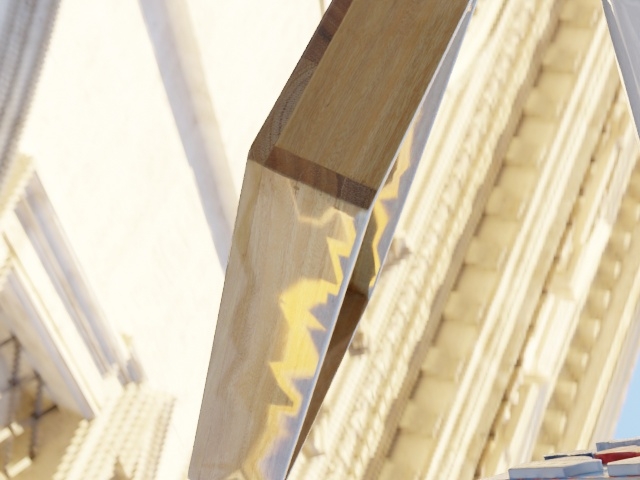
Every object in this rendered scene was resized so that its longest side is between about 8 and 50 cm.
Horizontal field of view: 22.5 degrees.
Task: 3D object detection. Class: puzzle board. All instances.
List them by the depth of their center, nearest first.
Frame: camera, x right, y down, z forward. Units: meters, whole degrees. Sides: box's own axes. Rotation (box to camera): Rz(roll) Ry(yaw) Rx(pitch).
[{"bbox_3d":[0.148,0.103,0.761,0.096,0.128,0.011,-6,-95,-36],"label":"puzzle board"}]

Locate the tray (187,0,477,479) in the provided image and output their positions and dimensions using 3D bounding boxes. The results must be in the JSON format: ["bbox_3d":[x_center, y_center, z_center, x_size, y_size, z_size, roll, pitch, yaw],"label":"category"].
[{"bbox_3d":[0.000,0.000,1.013,0.076,0.411,0.203,24,-122,4],"label":"tray"}]

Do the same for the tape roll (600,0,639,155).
[{"bbox_3d":[0.211,-0.049,0.362,0.286,0.286,0.100,-16,-80,-3],"label":"tape roll"}]
